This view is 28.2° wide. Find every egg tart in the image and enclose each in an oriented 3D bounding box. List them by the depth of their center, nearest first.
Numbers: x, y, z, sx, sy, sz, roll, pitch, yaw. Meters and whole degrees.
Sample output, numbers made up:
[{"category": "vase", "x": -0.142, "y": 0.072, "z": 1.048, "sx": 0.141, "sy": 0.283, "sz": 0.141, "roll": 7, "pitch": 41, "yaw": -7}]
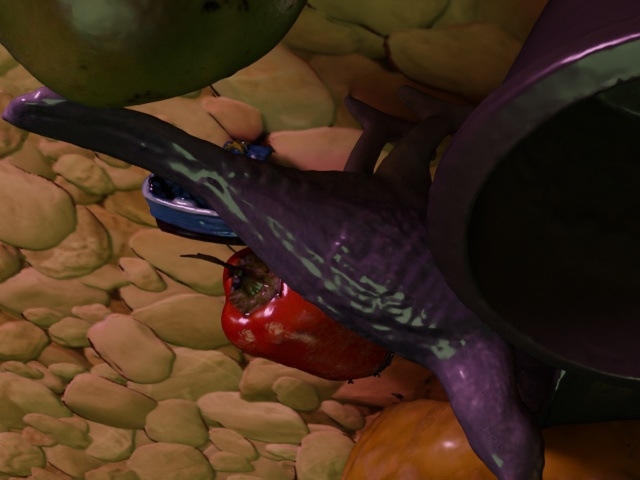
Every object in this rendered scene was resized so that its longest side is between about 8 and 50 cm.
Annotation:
[{"category": "egg tart", "x": 0.148, "y": 0.202, "z": 0.913, "sx": 0.387, "sy": 0.169, "sz": 0.388, "roll": 5, "pitch": 165, "yaw": 1}]

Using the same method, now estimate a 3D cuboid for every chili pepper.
[{"category": "chili pepper", "x": -0.026, "y": 0.041, "z": 0.858, "sx": 0.086, "sy": 0.084, "sz": 0.192, "roll": -42, "pitch": 138, "yaw": 18}]

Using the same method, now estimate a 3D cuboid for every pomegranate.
[{"category": "pomegranate", "x": -0.097, "y": -0.152, "z": 0.604, "sx": 0.180, "sy": 0.180, "sz": 0.209, "roll": 41, "pitch": 165, "yaw": -32}]

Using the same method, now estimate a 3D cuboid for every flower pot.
[{"category": "flower pot", "x": 0.190, "y": -0.058, "z": 0.630, "sx": 0.268, "sy": 0.166, "sz": 0.269, "roll": 5, "pitch": 143, "yaw": 4}, {"category": "flower pot", "x": 0.168, "y": 0.046, "z": 0.789, "sx": 0.106, "sy": 0.157, "sz": 0.157, "roll": 6, "pitch": 143, "yaw": -13}]

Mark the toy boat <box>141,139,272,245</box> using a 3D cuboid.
[{"category": "toy boat", "x": -0.046, "y": -0.031, "z": 0.812, "sx": 0.137, "sy": 0.060, "sz": 0.061, "roll": 8, "pitch": 118, "yaw": 13}]

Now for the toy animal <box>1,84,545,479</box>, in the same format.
[{"category": "toy animal", "x": 0.028, "y": -0.012, "z": 0.703, "sx": 0.367, "sy": 0.206, "sz": 0.081, "roll": 41, "pitch": 142, "yaw": -9}]
